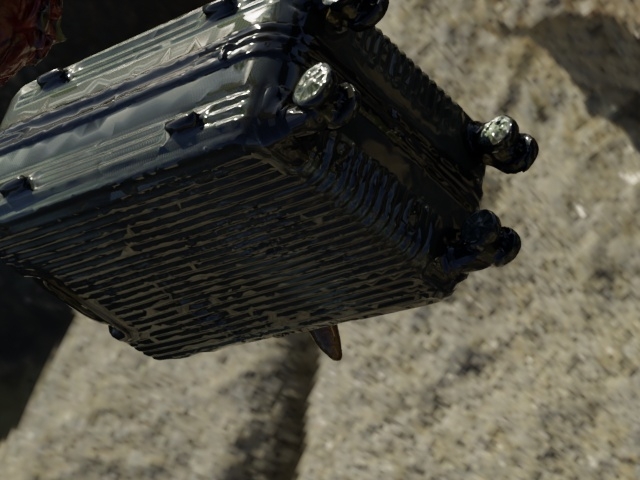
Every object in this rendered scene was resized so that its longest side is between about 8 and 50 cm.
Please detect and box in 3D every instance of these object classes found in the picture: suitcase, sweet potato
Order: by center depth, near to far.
[{"bbox_3d":[-0.047,-0.036,1.022,0.312,0.202,0.128,-17,48,40],"label":"suitcase"},{"bbox_3d":[-0.015,0.030,1.623,0.044,0.044,0.179,-25,84,16],"label":"sweet potato"}]

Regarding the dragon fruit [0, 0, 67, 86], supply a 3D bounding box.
[{"bbox_3d":[-0.412,-0.274,1.800,0.299,0.244,0.244,30,86,7],"label":"dragon fruit"}]
